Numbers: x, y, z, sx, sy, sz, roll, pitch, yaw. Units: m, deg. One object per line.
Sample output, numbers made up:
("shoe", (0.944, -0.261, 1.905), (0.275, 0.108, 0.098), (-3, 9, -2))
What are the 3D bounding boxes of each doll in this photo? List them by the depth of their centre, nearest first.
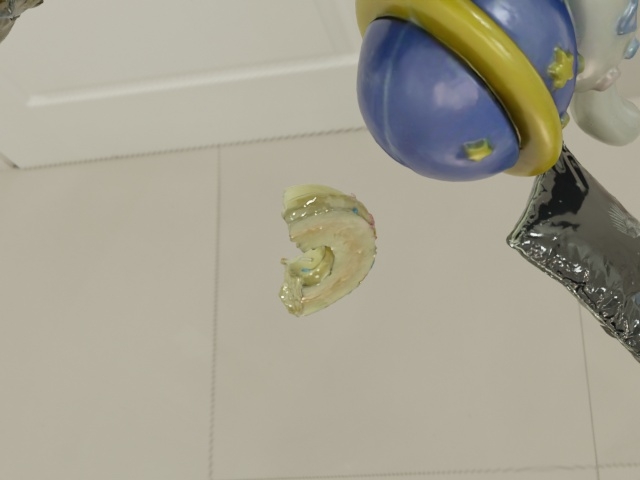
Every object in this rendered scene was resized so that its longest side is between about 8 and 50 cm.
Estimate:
("doll", (0.137, -0.133, 0.697), (0.160, 0.311, 0.242), (19, 73, 36))

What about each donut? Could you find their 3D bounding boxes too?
("donut", (0.004, 0.001, 1.044), (0.108, 0.166, 0.065), (-20, 46, -17))

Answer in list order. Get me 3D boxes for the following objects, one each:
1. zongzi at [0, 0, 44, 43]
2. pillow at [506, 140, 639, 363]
("zongzi", (-0.353, -0.127, 0.568), (0.360, 0.323, 0.160), (-43, 78, 2))
("pillow", (0.241, 0.025, 0.792), (0.208, 0.055, 0.141), (44, 46, -11))
